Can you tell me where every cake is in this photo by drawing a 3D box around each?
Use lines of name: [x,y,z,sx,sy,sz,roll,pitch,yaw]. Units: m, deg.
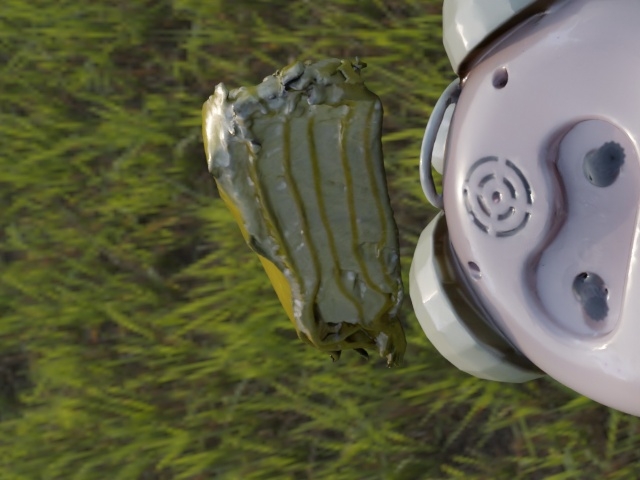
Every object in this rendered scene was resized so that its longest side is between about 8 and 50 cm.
cake: [-0.004,0.001,0.643,0.185,0.079,0.116,124,133,-78]

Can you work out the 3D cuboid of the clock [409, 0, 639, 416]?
clock: [0.216,-0.033,1.010,0.325,0.184,0.342,23,112,36]
